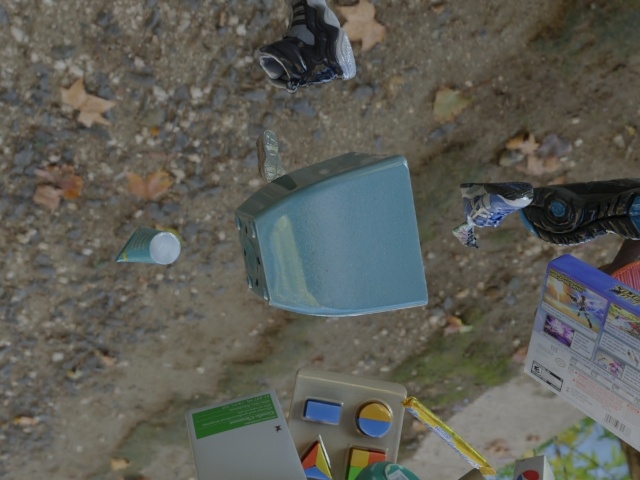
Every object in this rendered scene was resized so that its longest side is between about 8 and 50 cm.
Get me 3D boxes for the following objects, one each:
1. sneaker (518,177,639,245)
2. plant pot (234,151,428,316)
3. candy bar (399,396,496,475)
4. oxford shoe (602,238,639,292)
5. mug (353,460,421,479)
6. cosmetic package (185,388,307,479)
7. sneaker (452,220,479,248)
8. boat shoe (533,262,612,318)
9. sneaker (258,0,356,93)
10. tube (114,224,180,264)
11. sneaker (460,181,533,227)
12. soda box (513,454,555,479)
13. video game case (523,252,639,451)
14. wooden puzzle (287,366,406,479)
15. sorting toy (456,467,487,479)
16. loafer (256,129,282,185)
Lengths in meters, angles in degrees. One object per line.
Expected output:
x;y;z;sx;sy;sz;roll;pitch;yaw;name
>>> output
0.567;-0.063;1.599;0.340;0.139;0.125;6;114;46;sneaker
0.000;0.000;1.308;0.252;0.247;0.248;-14;102;-18;plant pot
0.175;0.269;1.080;0.161;0.018;0.040;40;159;0;candy bar
0.710;0.052;1.791;0.271;0.098;0.097;-28;129;-9;oxford shoe
0.108;0.408;1.183;0.129;0.158;0.097;24;109;-19;mug
-0.128;0.459;1.458;0.196;0.365;0.155;-13;115;-12;cosmetic package
0.342;-0.011;1.784;0.038;0.069;0.098;-33;175;-11;sneaker
0.695;0.155;2.036;0.277;0.098;0.096;-36;95;25;boat shoe
-0.050;-0.370;1.419;0.153;0.269;0.101;-24;145;-5;sneaker
-0.297;0.008;1.335;0.052;0.080;0.207;45;161;-24;tube
0.316;-0.064;1.397;0.080;0.081;0.211;-1;-177;-12;sneaker
0.457;0.563;1.687;0.073;0.216;0.069;-19;108;26;soda box
0.482;0.188;1.314;0.061;0.269;0.245;-22;129;-33;video game case
0.064;0.548;2.178;0.321;0.348;0.080;10;169;-2;wooden puzzle
0.335;0.582;1.571;0.307;0.229;0.041;-45;149;24;sorting toy
-0.103;-0.154;1.523;0.045;0.125;0.039;13;151;-38;loafer
